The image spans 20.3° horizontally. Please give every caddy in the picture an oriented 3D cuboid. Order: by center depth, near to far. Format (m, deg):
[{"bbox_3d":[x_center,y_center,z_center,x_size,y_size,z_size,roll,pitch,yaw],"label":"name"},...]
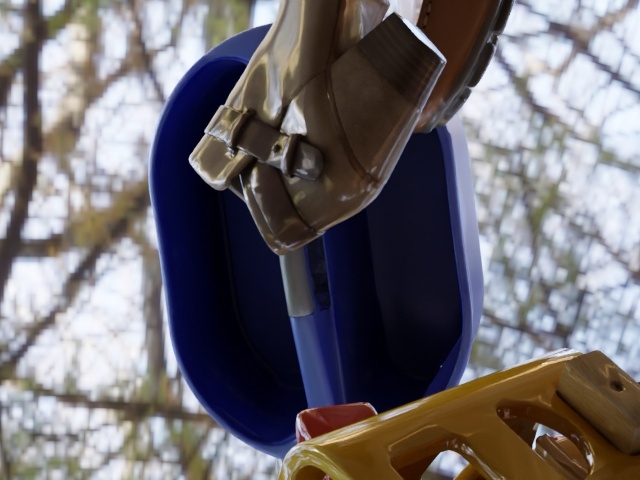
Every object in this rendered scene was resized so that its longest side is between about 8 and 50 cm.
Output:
[{"bbox_3d":[0.000,0.000,1.385,0.241,0.341,0.179,-6,-174,16],"label":"caddy"}]

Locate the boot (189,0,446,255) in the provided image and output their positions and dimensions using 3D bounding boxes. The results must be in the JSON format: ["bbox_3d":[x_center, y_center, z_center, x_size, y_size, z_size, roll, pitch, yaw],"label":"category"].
[{"bbox_3d":[-0.011,-0.055,0.600,0.042,0.087,0.118,30,-161,-44],"label":"boot"}]

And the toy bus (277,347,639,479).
[{"bbox_3d":[0.081,0.089,0.594,0.190,0.104,0.202,12,-145,2],"label":"toy bus"}]

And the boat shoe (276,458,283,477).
[{"bbox_3d":[0.022,0.167,1.531,0.110,0.104,0.307,-4,-125,-34],"label":"boat shoe"}]

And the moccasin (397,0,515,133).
[{"bbox_3d":[0.071,-0.261,1.180,0.147,0.380,0.139,7,-179,-6],"label":"moccasin"}]
